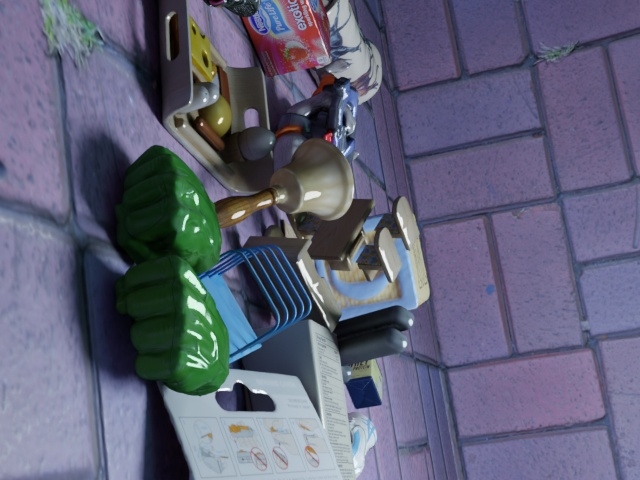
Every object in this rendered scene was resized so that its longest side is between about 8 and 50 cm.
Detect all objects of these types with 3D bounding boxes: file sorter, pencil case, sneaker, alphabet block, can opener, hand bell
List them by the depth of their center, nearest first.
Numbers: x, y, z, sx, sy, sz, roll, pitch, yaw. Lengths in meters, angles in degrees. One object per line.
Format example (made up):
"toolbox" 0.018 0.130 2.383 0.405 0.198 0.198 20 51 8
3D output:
"file sorter" -0.094 0.073 1.207 0.118 0.104 0.170 59 12 5
"sneaker" -0.135 -0.337 1.293 0.178 0.072 0.077 32 48 -61
"hand bell" -0.079 -0.059 1.363 0.242 0.126 0.126 -21 101 -43
"can opener" 0.056 0.170 1.517 0.095 0.283 0.076 33 59 -25
"sneaker" 0.045 0.342 1.690 0.237 0.085 0.086 -54 124 -77
"alphabet block" 0.103 0.049 1.952 0.197 0.192 0.193 -9 89 -76
"pencil case" 0.016 -0.450 2.078 0.410 0.159 0.184 48 24 -67

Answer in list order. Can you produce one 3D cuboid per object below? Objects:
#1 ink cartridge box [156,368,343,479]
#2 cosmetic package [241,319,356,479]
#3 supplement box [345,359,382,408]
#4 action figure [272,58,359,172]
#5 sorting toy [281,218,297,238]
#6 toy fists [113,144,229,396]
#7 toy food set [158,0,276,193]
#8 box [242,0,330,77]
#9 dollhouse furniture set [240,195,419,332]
"ink cartridge box" -0.066 0.337 1.119 0.308 0.091 0.385 18 43 -57
"cosmetic package" -0.026 0.281 1.369 0.160 0.113 0.310 43 37 -69
"supplement box" 0.089 0.282 1.977 0.083 0.056 0.083 -85 159 -51
"action figure" -0.016 -0.160 1.806 0.330 0.178 0.341 -52 151 -64
"sorting toy" -0.050 0.003 1.725 0.083 0.012 0.062 45 31 -62
"toy fists" -0.164 0.029 1.046 0.142 0.096 0.279 71 11 -61
"toy food set" -0.137 -0.218 1.366 0.306 0.092 0.220 50 31 -65
"box" -0.076 -0.435 1.737 0.257 0.128 0.123 66 18 -44
"dollhouse furniture set" 0.000 0.000 1.521 0.242 0.212 0.161 -58 137 -38
